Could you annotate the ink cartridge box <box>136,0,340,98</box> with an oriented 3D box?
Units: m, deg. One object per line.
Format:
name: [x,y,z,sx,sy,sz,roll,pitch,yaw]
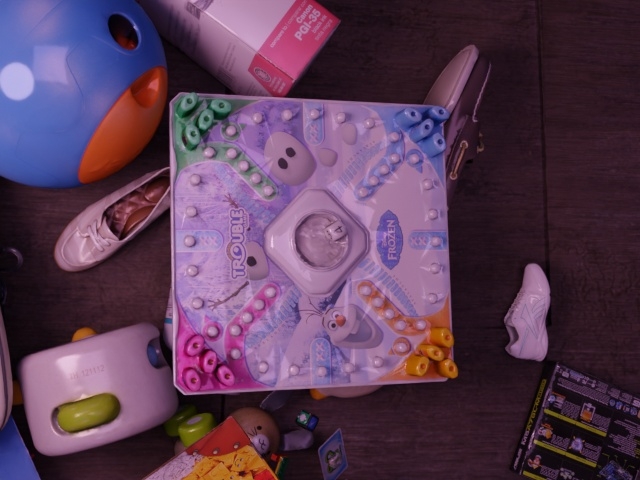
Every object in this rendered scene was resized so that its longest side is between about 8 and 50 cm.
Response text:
ink cartridge box: [-0.135,-0.319,1.241,0.283,0.207,0.117,37,78,-6]

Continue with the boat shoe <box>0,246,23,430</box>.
boat shoe: [-0.487,0.018,1.148,0.186,0.156,0.500,-23,81,16]

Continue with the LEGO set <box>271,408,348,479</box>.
LEGO set: [-0.035,0.345,1.207,0.182,0.060,0.244,-38,131,-37]

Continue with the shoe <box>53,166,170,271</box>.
shoe: [-0.285,-0.036,1.260,0.219,0.058,0.076,-39,93,-12]

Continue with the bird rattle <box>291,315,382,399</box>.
bird rattle: [0.046,0.124,1.306,0.253,0.143,0.207,-13,99,-25]

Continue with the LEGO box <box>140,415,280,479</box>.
LEGO box: [-0.005,0.502,1.001,0.193,0.372,0.500,-34,126,-13]

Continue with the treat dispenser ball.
treat dispenser ball: [-0.342,-0.210,1.147,0.288,0.288,0.288,1,84,-11]

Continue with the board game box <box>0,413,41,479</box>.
board game box: [-0.421,0.281,1.191,0.033,0.133,0.169,-27,93,-56]

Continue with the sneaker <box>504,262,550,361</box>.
sneaker: [0.318,0.109,1.373,0.061,0.053,0.152,4,84,-8]

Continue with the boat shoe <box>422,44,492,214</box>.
boat shoe: [0.185,-0.134,1.340,0.096,0.116,0.324,26,84,-13]

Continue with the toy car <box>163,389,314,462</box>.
toy car: [-0.099,0.282,1.235,0.188,0.149,0.155,-23,101,-24]

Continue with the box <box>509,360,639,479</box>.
box: [0.410,0.305,1.378,0.190,0.045,0.184,22,83,-10]

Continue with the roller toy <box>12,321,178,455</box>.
roller toy: [-0.295,0.186,1.172,0.191,0.209,0.146,-14,88,-45]

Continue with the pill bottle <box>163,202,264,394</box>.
pill bottle: [-0.136,0.076,1.236,0.146,0.146,0.264,10,83,-11]

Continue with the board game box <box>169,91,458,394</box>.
board game box: [0.000,0.000,1.181,0.390,0.050,0.390,0,85,-18]
